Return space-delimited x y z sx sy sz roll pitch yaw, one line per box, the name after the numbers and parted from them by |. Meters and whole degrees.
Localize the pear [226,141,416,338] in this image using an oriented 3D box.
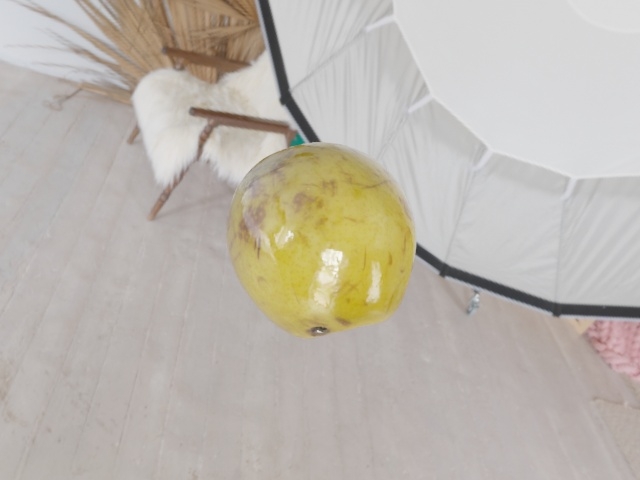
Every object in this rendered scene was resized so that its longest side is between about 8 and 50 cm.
0.000 0.000 0.777 0.280 0.281 0.281 19 34 -13 | pear
